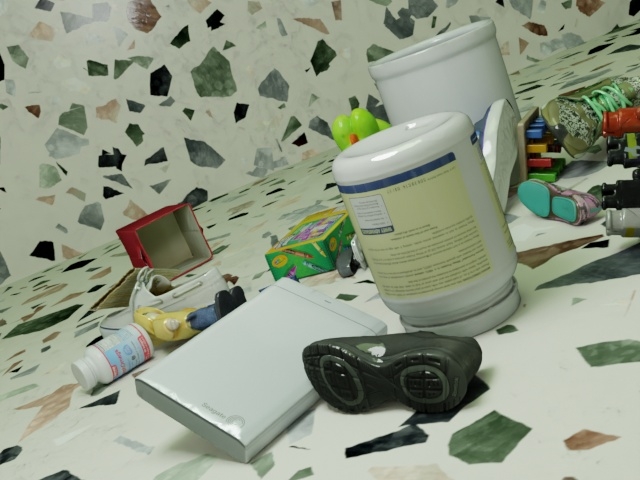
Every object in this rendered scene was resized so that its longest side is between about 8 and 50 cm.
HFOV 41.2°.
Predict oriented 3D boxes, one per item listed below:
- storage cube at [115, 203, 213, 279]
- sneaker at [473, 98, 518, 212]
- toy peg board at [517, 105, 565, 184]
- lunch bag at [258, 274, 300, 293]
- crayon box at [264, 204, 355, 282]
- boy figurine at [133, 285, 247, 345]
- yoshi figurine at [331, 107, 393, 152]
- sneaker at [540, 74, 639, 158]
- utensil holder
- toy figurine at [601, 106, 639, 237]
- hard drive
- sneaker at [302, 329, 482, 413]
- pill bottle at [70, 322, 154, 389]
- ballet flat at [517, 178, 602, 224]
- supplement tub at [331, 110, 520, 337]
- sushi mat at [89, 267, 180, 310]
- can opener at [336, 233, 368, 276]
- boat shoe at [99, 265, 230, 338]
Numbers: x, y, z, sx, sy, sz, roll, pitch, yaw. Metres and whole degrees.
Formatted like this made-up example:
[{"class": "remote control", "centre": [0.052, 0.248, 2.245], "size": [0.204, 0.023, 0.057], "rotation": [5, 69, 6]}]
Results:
[{"class": "storage cube", "centre": [-0.468, 0.010, 2.554], "size": [0.215, 0.183, 0.193], "rotation": [-30, 14, -28]}, {"class": "sneaker", "centre": [0.312, -0.174, 1.946], "size": [0.236, 0.130, 0.322], "rotation": [-6, 57, 34]}, {"class": "toy peg board", "centre": [0.521, -0.217, 1.992], "size": [0.079, 0.160, 0.161], "rotation": [3, 24, 26]}, {"class": "lunch bag", "centre": [-0.075, 0.116, 1.796], "size": [0.099, 0.065, 0.067], "rotation": [-22, -2, 3]}, {"class": "crayon box", "centre": [0.000, 0.000, 2.088], "size": [0.165, 0.081, 0.278], "rotation": [-15, 15, 28]}, {"class": "boy figurine", "centre": [-0.286, 0.167, 1.840], "size": [0.285, 0.092, 0.177], "rotation": [-13, 2, 34]}, {"class": "yoshi figurine", "centre": [0.134, -0.088, 1.625], "size": [0.204, 0.362, 0.203], "rotation": [-27, 14, -17]}, {"class": "sneaker", "centre": [0.660, -0.322, 1.982], "size": [0.410, 0.158, 0.182], "rotation": [-27, -12, -44]}, {"class": "utensil holder", "centre": [0.338, -0.315, 2.140], "size": [0.328, 0.385, 0.327], "rotation": [-21, 13, 5]}, {"class": "toy figurine", "centre": [0.552, -0.113, 1.424], "size": [0.148, 0.213, 0.209], "rotation": [0, 23, 15]}, {"class": "hard drive", "centre": [-0.087, 0.190, 1.374], "size": [0.233, 0.047, 0.353], "rotation": [23, 39, 31]}, {"class": "sneaker", "centre": [0.103, 0.181, 1.233], "size": [0.286, 0.109, 0.130], "rotation": [1, 18, 36]}, {"class": "pill bottle", "centre": [-0.440, 0.247, 1.803], "size": [0.160, 0.087, 0.087], "rotation": [-32, 17, -34]}, {"class": "ballet flat", "centre": [0.481, -0.077, 1.697], "size": [0.079, 0.076, 0.221], "rotation": [-7, 14, -17]}, {"class": "supplement tub", "centre": [0.178, -0.021, 1.377], "size": [0.236, 0.324, 0.235], "rotation": [-20, 14, 5]}, {"class": "sushi mat", "centre": [-0.461, 0.122, 2.158], "size": [0.151, 0.019, 0.316], "rotation": [-44, -9, 6]}, {"class": "can opener", "centre": [0.096, -0.002, 1.965], "size": [0.093, 0.074, 0.280], "rotation": [-17, 14, 21]}, {"class": "boat shoe", "centre": [-0.389, 0.130, 2.024], "size": [0.367, 0.156, 0.136], "rotation": [-15, 15, 25]}]
